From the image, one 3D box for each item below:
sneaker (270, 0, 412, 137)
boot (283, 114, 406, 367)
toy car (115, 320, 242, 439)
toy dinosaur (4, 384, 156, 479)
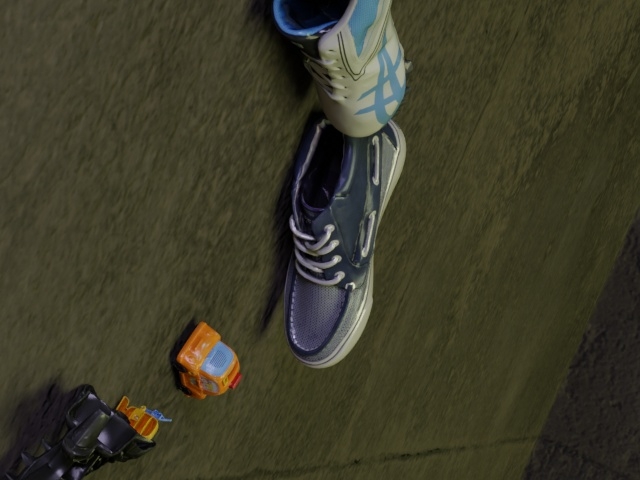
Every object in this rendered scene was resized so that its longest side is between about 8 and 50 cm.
[{"bbox_3d":[0.007,-0.133,1.186,0.086,0.085,0.237,-32,156,-14],"label":"sneaker"},{"bbox_3d":[0.000,0.000,1.360,0.086,0.069,0.190,-4,109,-63],"label":"boot"},{"bbox_3d":[-0.089,0.105,1.256,0.122,0.040,0.060,-50,156,-43],"label":"toy car"},{"bbox_3d":[-0.144,0.216,1.086,0.218,0.164,0.322,-48,-178,-5],"label":"toy dinosaur"}]
